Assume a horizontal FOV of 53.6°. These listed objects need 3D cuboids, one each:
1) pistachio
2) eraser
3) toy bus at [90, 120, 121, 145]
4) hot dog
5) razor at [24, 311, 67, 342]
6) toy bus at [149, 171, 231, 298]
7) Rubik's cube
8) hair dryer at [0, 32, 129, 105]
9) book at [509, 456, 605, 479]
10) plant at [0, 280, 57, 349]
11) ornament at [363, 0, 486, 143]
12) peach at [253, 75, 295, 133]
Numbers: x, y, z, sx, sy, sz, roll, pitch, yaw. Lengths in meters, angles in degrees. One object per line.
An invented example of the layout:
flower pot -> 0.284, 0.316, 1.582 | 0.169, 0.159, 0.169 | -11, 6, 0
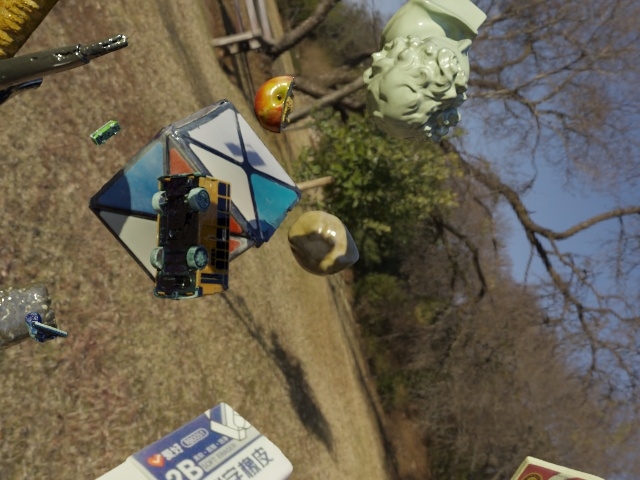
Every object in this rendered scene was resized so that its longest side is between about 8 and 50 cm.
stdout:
pistachio -> 0.000, 0.000, 1.138 | 0.185, 0.126, 0.108 | 41, -60, 61
eraser -> -0.136, 0.267, 0.676 | 0.124, 0.068, 0.210 | 38, 24, 18
toy bus -> -0.576, -0.288, 1.695 | 0.083, 0.037, 0.031 | -48, 140, -32
hot dog -> -0.439, -0.344, 0.926 | 0.068, 0.289, 0.083 | 26, 28, -51
razor -> -0.374, 0.116, 0.839 | 0.155, 0.044, 0.028 | 3, -111, 58
toy bus -> -0.209, -0.004, 1.046 | 0.114, 0.098, 0.200 | 10, 79, -62
Rubik's cube -> -0.267, -0.098, 1.435 | 0.307, 0.305, 0.310 | 50, 27, -10
hair dryer -> -0.306, -0.194, 0.703 | 0.195, 0.219, 0.075 | -69, 147, -71
book -> 0.357, 0.472, 1.072 | 0.022, 0.162, 0.231 | -103, -144, -65
plant -> -0.643, 0.156, 1.282 | 0.132, 0.195, 0.129 | 146, -70, -65
ornament -> 0.124, -0.222, 0.778 | 0.130, 0.120, 0.285 | -58, -172, 37
peach -> -0.075, -0.222, 1.024 | 0.098, 0.061, 0.098 | -164, -90, -90
